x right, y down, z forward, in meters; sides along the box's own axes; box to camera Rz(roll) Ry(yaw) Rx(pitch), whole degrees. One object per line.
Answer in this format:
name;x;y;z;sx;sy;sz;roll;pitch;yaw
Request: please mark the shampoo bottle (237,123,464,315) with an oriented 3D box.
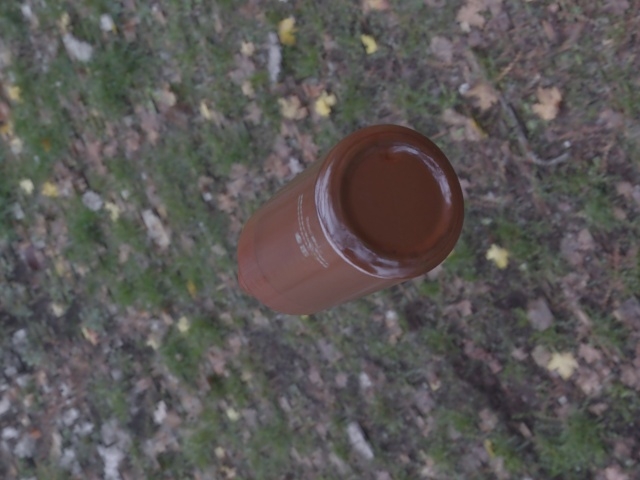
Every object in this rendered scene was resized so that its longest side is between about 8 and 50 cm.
shampoo bottle;-0.002;0.001;0.610;0.085;0.085;0.244;63;159;1
